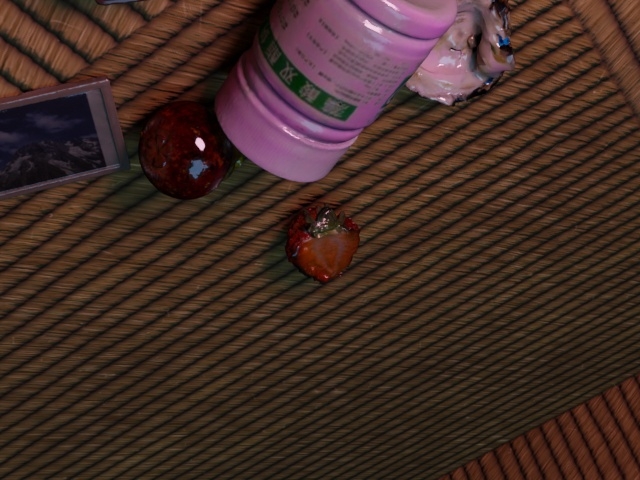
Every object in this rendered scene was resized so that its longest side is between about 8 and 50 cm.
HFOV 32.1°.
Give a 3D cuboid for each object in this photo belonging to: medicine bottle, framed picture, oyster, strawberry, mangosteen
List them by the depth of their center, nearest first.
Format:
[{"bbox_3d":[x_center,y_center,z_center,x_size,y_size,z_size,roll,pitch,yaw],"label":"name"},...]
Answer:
[{"bbox_3d":[0.016,-0.259,1.545,0.212,0.212,0.325,9,137,-37],"label":"medicine bottle"},{"bbox_3d":[-0.432,-0.142,1.641,0.281,0.019,0.209,-16,146,-7],"label":"framed picture"},{"bbox_3d":[-0.186,-0.146,1.678,0.181,0.156,0.145,-31,130,-39],"label":"mangosteen"},{"bbox_3d":[0.214,-0.300,1.708,0.260,0.092,0.198,26,125,-37],"label":"oyster"},{"bbox_3d":[0.000,-0.002,2.008,0.140,0.085,0.192,-43,146,17],"label":"strawberry"}]

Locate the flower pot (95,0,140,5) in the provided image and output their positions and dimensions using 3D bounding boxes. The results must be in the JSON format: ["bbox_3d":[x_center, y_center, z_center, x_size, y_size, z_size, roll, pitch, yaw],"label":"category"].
[{"bbox_3d":[-0.221,-0.406,1.326,0.179,0.084,0.250,-11,146,-15],"label":"flower pot"}]
